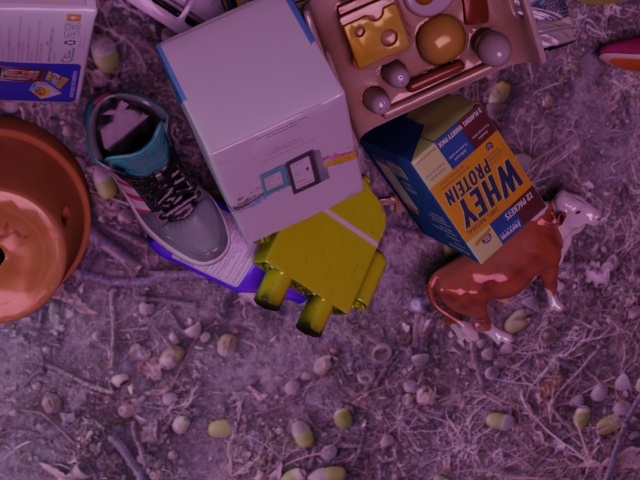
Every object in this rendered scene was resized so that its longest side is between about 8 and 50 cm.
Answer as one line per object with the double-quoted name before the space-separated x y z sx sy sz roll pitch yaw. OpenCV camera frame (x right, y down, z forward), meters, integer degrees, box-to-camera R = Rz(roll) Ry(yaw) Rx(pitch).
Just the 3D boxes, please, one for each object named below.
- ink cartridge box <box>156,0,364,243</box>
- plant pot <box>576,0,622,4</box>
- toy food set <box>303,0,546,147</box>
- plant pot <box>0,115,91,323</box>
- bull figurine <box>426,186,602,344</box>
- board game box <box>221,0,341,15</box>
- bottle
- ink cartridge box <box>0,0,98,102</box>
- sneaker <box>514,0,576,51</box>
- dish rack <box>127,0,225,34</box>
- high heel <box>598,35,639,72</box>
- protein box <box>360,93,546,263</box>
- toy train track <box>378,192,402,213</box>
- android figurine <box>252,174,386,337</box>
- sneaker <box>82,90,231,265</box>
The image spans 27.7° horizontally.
"ink cartridge box" -0.077 -0.166 1.804 0.197 0.198 0.270 -25 154 -5
"plant pot" 0.465 -0.454 1.865 0.276 0.254 0.276 -5 112 -12
"toy food set" 0.147 -0.284 1.815 0.306 0.092 0.220 -25 117 -4
"plant pot" -0.464 -0.011 1.827 0.290 0.203 0.291 -5 112 -11
"bull figurine" 0.319 0.046 2.101 0.310 0.101 0.188 -27 116 -3
"board game box" -0.063 -0.374 1.798 0.170 0.048 0.141 -21 116 -7
"bottle" -0.120 0.018 1.984 0.282 0.092 0.118 26 96 -22
"ink cartridge box" -0.457 -0.262 1.696 0.307 0.303 0.072 1 75 -15
"sneaker" 0.237 -0.328 1.954 0.283 0.110 0.122 -10 90 -8
"dish rack" -0.120 -0.440 1.822 0.285 0.072 0.333 31 101 -21
"high heel" 0.556 -0.331 2.047 0.244 0.082 0.117 -1 79 1
"protein box" 0.194 -0.103 1.949 0.136 0.200 0.201 -41 115 -8
"toy train track" 0.104 -0.064 2.054 0.083 0.014 0.048 -8 119 -5
"android figurine" 0.000 0.000 1.968 0.248 0.056 0.273 32 68 -26
"sneaker" -0.229 -0.096 1.809 0.124 0.178 0.295 -40 88 -8
